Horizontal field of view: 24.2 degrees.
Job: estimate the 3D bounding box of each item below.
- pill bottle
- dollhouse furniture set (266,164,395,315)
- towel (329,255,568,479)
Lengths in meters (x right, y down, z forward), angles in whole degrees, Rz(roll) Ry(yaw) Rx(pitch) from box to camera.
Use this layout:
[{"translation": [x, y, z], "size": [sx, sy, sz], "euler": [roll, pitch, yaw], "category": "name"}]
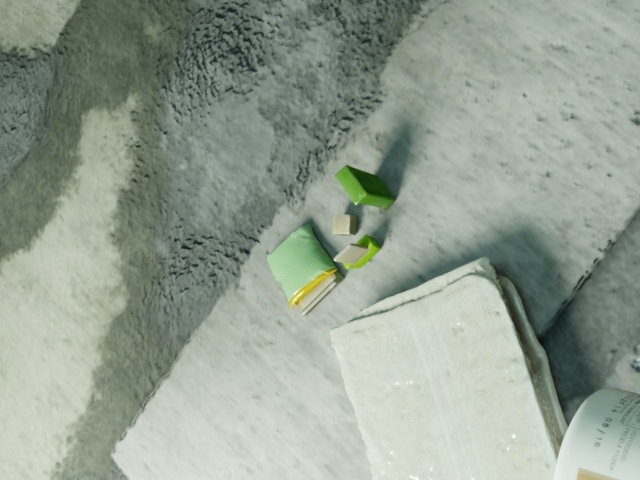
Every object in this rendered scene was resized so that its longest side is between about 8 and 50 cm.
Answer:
[{"translation": [0.303, 0.200, 1.127], "size": [0.229, 0.131, 0.131], "euler": [13, 91, 34], "category": "pill bottle"}, {"translation": [0.000, 0.000, 1.394], "size": [0.152, 0.058, 0.076], "euler": [-44, 63, 21], "category": "dollhouse furniture set"}, {"translation": [0.121, 0.170, 1.302], "size": [0.187, 0.049, 0.282], "euler": [-25, 72, 30], "category": "towel"}]
